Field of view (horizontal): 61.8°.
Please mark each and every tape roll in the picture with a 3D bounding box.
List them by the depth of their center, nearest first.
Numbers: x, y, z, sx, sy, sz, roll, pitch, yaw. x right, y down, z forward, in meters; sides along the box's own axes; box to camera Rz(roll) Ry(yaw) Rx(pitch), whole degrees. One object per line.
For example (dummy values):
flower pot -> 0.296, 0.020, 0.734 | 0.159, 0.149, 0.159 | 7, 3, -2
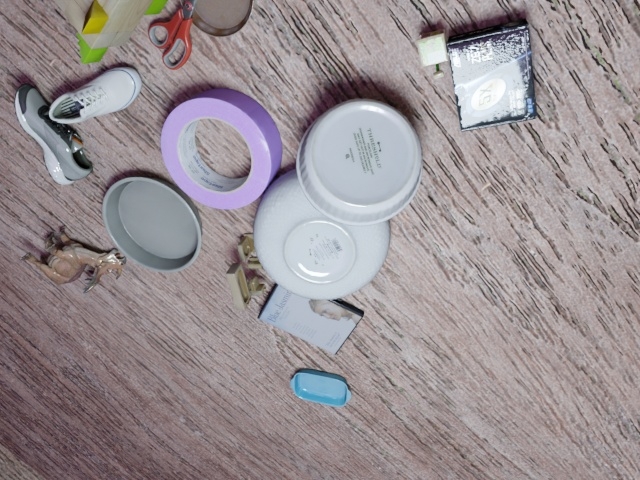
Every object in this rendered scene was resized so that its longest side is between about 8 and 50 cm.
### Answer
tape roll -> -0.234, -0.215, 1.272 | 0.275, 0.090, 0.274 | 8, 122, 13

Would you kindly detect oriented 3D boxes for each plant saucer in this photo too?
plant saucer -> -0.215, -0.517, 1.123 | 0.169, 0.029, 0.168 | 8, 122, 14

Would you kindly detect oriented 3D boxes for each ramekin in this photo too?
ramekin -> 0.084, -0.166, 1.105 | 0.273, 0.127, 0.272 | 0, 87, 0

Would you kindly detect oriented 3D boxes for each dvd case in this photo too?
dvd case -> -0.029, 0.207, 1.486 | 0.253, 0.022, 0.180 | 26, 124, -5

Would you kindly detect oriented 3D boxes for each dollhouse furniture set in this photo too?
dollhouse furniture set -> -0.151, 0.080, 1.384 | 0.123, 0.151, 0.144 | -1, 121, 17

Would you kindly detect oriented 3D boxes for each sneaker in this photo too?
sneaker -> -0.545, -0.337, 1.291 | 0.258, 0.091, 0.094 | -19, 113, 26
sneaker -> -0.680, -0.277, 1.375 | 0.108, 0.100, 0.271 | -12, 122, 12

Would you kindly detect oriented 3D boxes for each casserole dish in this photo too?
casserole dish -> 0.003, 0.442, 1.619 | 0.189, 0.037, 0.114 | 9, 122, 13

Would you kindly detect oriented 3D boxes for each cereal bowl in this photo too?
cereal bowl -> 0.000, 0.000, 1.255 | 0.340, 0.141, 0.338 | 1, 113, 3

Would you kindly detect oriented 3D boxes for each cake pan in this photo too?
cake pan -> -0.450, -0.047, 1.457 | 0.294, 0.054, 0.293 | 7, 122, 12

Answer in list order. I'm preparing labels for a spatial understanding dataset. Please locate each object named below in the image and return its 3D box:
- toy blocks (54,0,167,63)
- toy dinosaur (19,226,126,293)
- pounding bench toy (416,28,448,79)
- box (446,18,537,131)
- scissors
toy blocks -> -0.449, -0.592, 1.080 | 0.381, 0.191, 0.260 | -35, 93, 36
toy dinosaur -> -0.745, 0.079, 1.586 | 0.296, 0.127, 0.200 | -17, 120, 31
pounding bench toy -> 0.226, -0.366, 1.057 | 0.052, 0.065, 0.083 | -8, 117, 20
box -> 0.336, -0.320, 1.044 | 0.148, 0.077, 0.180 | -6, 118, 20
scissors -> -0.276, -0.478, 1.135 | 0.297, 0.021, 0.109 | -28, 103, 42
